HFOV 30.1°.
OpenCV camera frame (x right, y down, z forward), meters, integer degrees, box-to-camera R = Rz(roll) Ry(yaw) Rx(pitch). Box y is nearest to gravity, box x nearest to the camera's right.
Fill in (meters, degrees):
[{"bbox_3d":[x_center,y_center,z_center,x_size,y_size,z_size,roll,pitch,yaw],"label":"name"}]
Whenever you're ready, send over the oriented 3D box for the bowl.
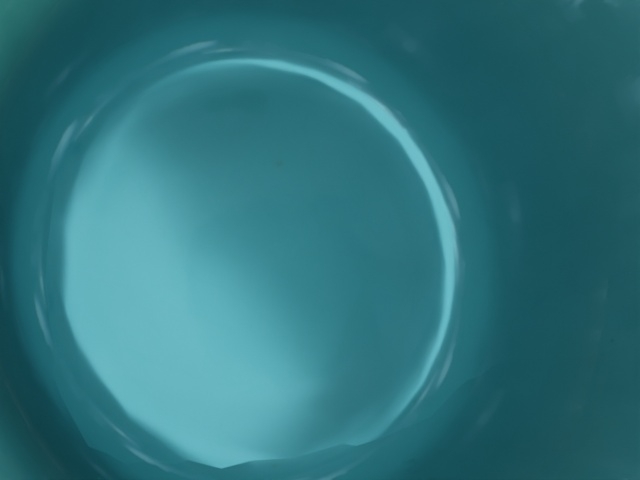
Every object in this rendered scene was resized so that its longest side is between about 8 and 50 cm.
[{"bbox_3d":[0.000,0.000,0.429,0.312,0.163,0.311,3,81,-20],"label":"bowl"}]
